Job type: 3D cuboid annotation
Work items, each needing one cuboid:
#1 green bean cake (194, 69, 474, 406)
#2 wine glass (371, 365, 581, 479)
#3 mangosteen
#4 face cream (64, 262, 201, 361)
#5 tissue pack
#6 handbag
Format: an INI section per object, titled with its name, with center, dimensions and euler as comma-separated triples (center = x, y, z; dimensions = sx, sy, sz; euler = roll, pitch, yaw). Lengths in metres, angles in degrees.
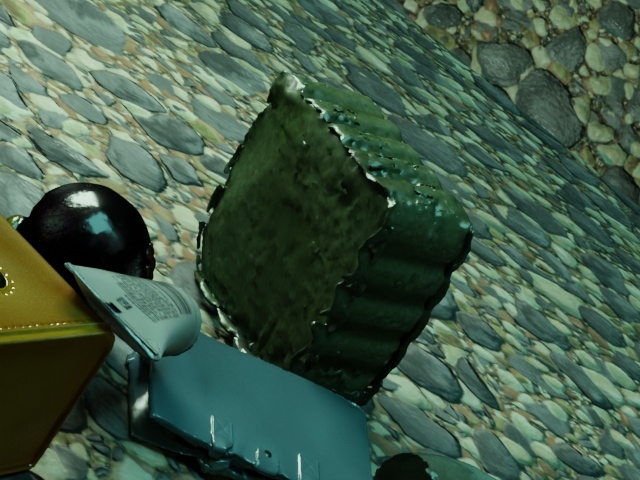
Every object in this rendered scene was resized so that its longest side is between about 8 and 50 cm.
[green bean cake]
center = 0.000, 0.000, 1.694
dimensions = 0.132, 0.241, 0.255
euler = 10, 28, -36
[wine glass]
center = 0.156, 0.201, 1.668
dimensions = 0.310, 0.096, 0.264
euler = 20, 33, -36
[mangosteen]
center = -0.212, 0.016, 1.499
dimensions = 0.151, 0.137, 0.137
euler = -1, 22, 2
[face cream]
center = -0.131, 0.057, 1.359
dimensions = 0.092, 0.058, 0.244
euler = 45, 0, 7
[tissue pack]
center = -0.305, 0.029, 1.263
dimensions = 0.274, 0.145, 0.194
euler = 44, 19, 21
[handbag]
center = -0.057, 0.157, 1.523
dimensions = 0.221, 0.057, 0.144
euler = 28, 25, -22
